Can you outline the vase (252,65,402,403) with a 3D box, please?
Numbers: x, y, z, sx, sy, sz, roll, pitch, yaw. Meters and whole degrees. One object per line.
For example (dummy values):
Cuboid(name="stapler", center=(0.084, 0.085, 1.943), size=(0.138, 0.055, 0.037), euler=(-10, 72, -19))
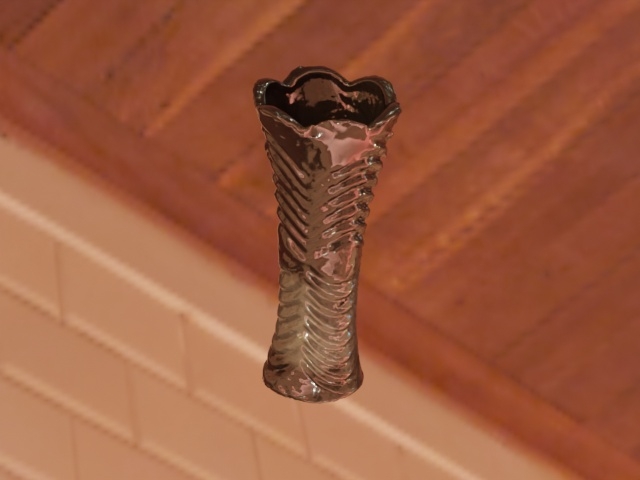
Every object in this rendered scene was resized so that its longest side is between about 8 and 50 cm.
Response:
Cuboid(name="vase", center=(0.000, 0.000, 1.491), size=(0.115, 0.115, 0.237), euler=(-2, 116, -10))
